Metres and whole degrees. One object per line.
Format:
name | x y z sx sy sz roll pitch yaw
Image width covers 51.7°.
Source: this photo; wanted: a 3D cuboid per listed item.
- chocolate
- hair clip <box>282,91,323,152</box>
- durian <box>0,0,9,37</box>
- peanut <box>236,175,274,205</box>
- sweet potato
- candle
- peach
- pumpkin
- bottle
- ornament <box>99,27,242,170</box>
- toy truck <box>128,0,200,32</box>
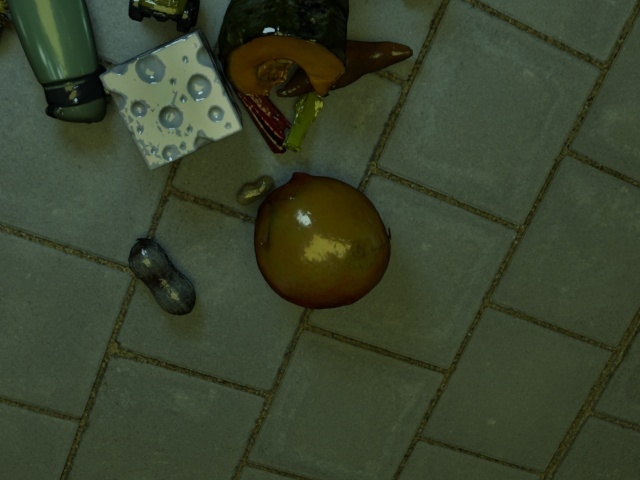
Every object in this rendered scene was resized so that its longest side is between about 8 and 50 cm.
chocolate | -0.424 0.103 1.777 0.110 0.110 0.248 -36 110 5
hair clip | -0.042 -0.312 1.707 0.072 0.046 0.173 23 83 -31
durian | -0.828 -0.482 1.503 0.252 0.139 0.145 -7 114 -10
peanut | -0.174 -0.133 1.764 0.113 0.054 0.054 -31 110 0
sweet potato | 0.051 -0.444 1.661 0.359 0.112 0.112 -24 110 -2
candle | -0.168 -0.349 1.685 0.084 0.059 0.302 -45 112 -15
peach | 0.000 -0.001 1.707 0.372 0.290 0.373 -2 105 -6
pumpkin | -0.084 -0.477 1.523 0.303 0.256 0.226 -1 64 3
bottle | -0.601 -0.439 1.541 0.168 0.168 0.347 -12 112 -4
ornament | -0.341 -0.341 1.568 0.239 0.240 0.240 -24 111 1
toy truck | -0.348 -0.575 1.499 0.147 0.224 0.165 11 113 -11
